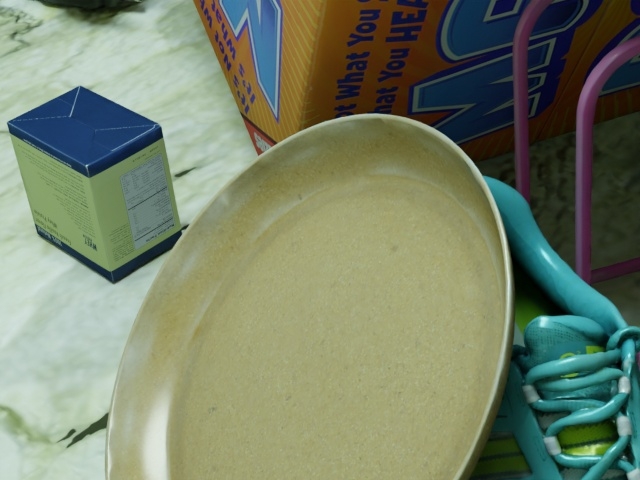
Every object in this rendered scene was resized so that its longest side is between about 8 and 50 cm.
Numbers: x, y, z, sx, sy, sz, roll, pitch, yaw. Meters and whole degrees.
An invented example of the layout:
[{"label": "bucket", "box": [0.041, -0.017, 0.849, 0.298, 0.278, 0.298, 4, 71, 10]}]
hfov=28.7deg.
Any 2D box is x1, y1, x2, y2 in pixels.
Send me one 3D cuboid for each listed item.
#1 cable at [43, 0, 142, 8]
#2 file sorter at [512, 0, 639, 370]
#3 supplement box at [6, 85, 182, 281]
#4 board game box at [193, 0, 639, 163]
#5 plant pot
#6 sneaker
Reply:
[{"label": "cable", "box": [-0.248, -0.250, 1.081, 0.287, 0.072, 0.139, 12, 34, 24]}, {"label": "file sorter", "box": [0.221, 0.009, 0.540, 0.182, 0.202, 0.291, -17, 37, -9]}, {"label": "supplement box", "box": [-0.135, -0.035, 0.752, 0.056, 0.083, 0.083, -33, 43, -32]}, {"label": "board game box", "box": [0.095, -0.288, 0.726, 0.356, 0.356, 0.356, -17, 68, -15]}, {"label": "plant pot", "box": [-0.007, 0.056, 0.549, 0.236, 0.032, 0.236, -25, 51, 34]}, {"label": "sneaker", "box": [0.099, 0.086, 0.514, 0.107, 0.110, 0.275, -15, 48, -13]}]
